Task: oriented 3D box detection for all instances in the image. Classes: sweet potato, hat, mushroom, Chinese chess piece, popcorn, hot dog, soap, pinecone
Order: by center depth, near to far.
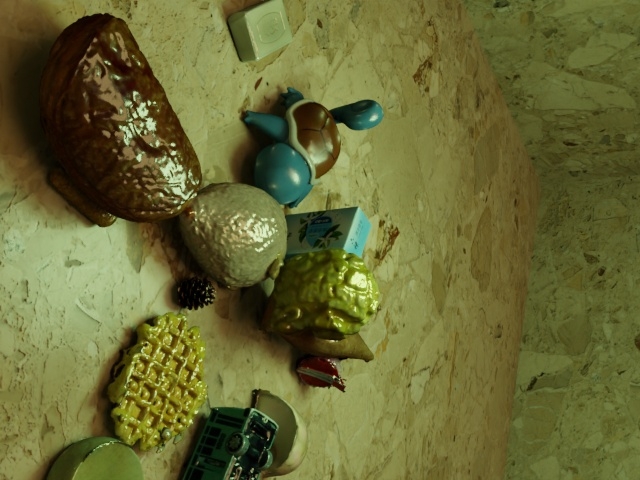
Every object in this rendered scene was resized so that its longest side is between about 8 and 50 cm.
[{"bbox_3d":[-0.406,0.450,1.253,0.188,0.083,0.189,18,69,-56],"label":"Chinese chess piece"},{"bbox_3d":[-0.361,-0.211,1.274,0.267,0.174,0.388,-68,142,-49],"label":"hot dog"},{"bbox_3d":[-0.267,0.116,1.498,0.077,0.083,0.077,10,90,-67],"label":"pinecone"},{"bbox_3d":[0.001,0.135,1.615,0.237,0.206,0.251,46,79,-17],"label":"popcorn"},{"bbox_3d":[-0.085,0.502,1.668,0.173,0.162,0.236,45,52,-44],"label":"mushroom"},{"bbox_3d":[-0.150,-0.534,1.762,0.183,0.063,0.121,-47,128,-48],"label":"soap"},{"bbox_3d":[0.008,0.239,1.769,0.336,0.131,0.131,31,57,-19],"label":"sweet potato"},{"bbox_3d":[0.018,0.298,1.902,0.227,0.140,0.129,-71,160,-51],"label":"hat"}]

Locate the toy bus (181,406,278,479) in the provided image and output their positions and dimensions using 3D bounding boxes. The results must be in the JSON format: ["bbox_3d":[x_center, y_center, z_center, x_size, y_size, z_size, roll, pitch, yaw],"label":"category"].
[{"bbox_3d":[-0.205,0.488,1.497,0.128,0.147,0.256,49,53,-45],"label":"toy bus"}]

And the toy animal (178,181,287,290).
[{"bbox_3d":[-0.183,-0.011,1.545,0.358,0.188,0.227,13,71,-56],"label":"toy animal"}]

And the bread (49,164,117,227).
[{"bbox_3d":[-0.434,-0.082,1.288,0.157,0.044,0.052,52,38,-42],"label":"bread"}]

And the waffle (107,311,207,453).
[{"bbox_3d":[-0.324,0.284,1.417,0.280,0.060,0.262,-14,96,-58],"label":"waffle"}]

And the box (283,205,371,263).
[{"bbox_3d":[0.000,0.000,1.784,0.083,0.232,0.143,53,45,-40],"label":"box"}]

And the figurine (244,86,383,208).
[{"bbox_3d":[-0.035,-0.244,1.811,0.416,0.243,0.298,-41,132,-27],"label":"figurine"}]
